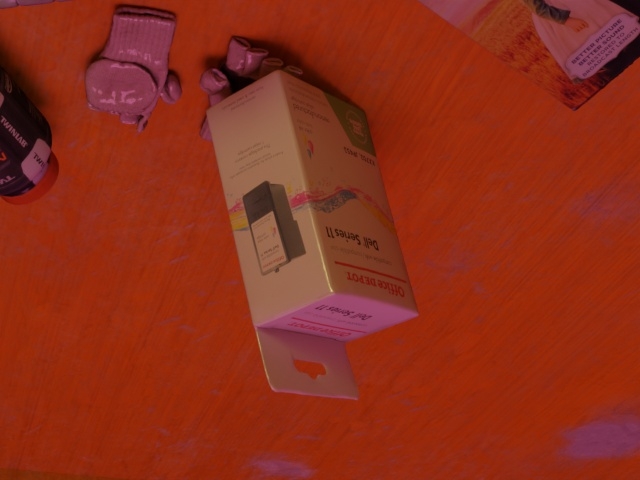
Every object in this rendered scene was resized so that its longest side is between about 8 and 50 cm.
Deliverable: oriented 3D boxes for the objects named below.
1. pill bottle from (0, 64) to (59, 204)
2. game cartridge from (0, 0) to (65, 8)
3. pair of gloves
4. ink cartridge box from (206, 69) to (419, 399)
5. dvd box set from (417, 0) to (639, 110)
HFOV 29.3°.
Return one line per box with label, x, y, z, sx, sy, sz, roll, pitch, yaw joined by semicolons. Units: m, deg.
pill bottle;-0.406;-0.139;1.462;0.130;0.130;0.246;-10;148;14
game cartridge;-0.240;-0.374;1.069;0.230;0.068;0.355;-7;132;5
pair of gloves;-0.161;-0.184;1.482;0.240;0.042;0.204;13;146;-20
ink cartridge box;0.000;0.000;1.450;0.119;0.354;0.207;-24;159;27
dvd box set;0.225;-0.323;1.174;0.420;0.062;0.307;27;122;-38
